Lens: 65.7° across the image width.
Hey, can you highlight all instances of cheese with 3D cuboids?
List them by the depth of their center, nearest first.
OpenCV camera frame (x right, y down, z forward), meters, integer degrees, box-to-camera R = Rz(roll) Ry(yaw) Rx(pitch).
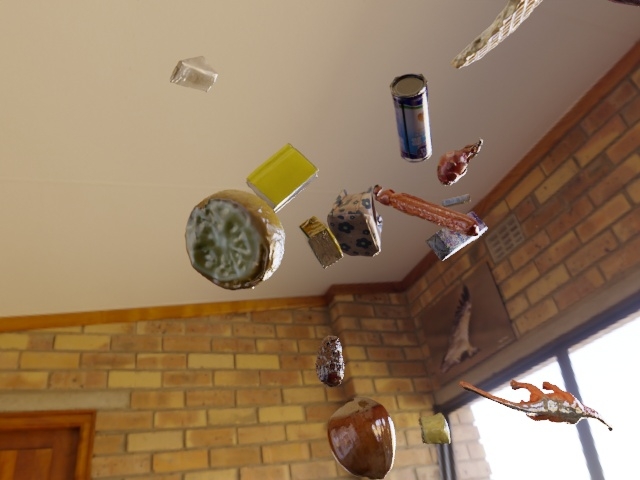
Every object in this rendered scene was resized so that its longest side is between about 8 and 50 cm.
[{"bbox_3d":[0.233,0.386,1.040,0.060,0.084,0.041,-3,-74,-2],"label":"cheese"}]

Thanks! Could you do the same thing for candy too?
[{"bbox_3d":[-0.214,0.000,1.230,0.260,0.118,0.259,7,-67,18],"label":"candy"},{"bbox_3d":[0.466,-0.021,1.678,0.312,0.088,0.061,-23,-21,-47],"label":"candy"}]

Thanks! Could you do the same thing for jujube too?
[{"bbox_3d":[0.030,0.402,1.644,0.104,0.165,0.104,-1,-36,0],"label":"jujube"}]

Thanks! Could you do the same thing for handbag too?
[{"bbox_3d":[0.150,-0.080,1.984,0.190,0.193,0.251,0,-43,27],"label":"handbag"}]

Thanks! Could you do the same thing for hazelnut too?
[{"bbox_3d":[0.121,0.525,1.333,0.210,0.186,0.210,21,-8,3],"label":"hazelnut"}]

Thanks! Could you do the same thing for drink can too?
[{"bbox_3d":[0.246,-0.323,1.328,0.097,0.097,0.235,-15,-40,6],"label":"drink can"}]

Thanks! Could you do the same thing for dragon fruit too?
[{"bbox_3d":[0.440,-0.263,1.582,0.190,0.094,0.094,-50,-41,1],"label":"dragon fruit"}]

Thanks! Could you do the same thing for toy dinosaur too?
[{"bbox_3d":[0.319,0.238,0.729,0.280,0.055,0.101,12,-3,-10],"label":"toy dinosaur"}]

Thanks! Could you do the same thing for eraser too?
[{"bbox_3d":[-0.134,-0.224,1.745,0.226,0.158,0.069,-43,-13,-20],"label":"eraser"}]

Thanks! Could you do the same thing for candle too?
[{"bbox_3d":[0.238,-0.070,1.150,0.051,0.329,0.048,7,-76,-36],"label":"candle"}]

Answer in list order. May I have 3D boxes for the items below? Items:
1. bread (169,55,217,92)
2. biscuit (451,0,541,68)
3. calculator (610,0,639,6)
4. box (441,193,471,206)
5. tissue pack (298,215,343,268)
[{"bbox_3d":[-0.392,-0.506,1.462,0.077,0.105,0.152,-49,-23,23],"label":"bread"},{"bbox_3d":[0.472,-0.554,1.228,0.204,0.040,0.309,-34,-7,-42],"label":"biscuit"},{"bbox_3d":[0.835,-0.662,1.339,0.127,0.190,0.034,-38,-31,-39],"label":"calculator"},{"bbox_3d":[0.415,-0.120,1.510,0.083,0.024,0.053,-14,-5,19],"label":"box"},{"bbox_3d":[0.000,0.000,1.557,0.082,0.169,0.120,-30,-70,-3],"label":"tissue pack"}]
